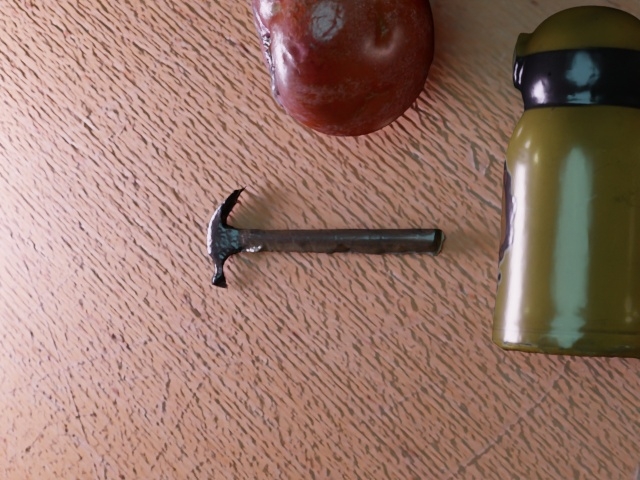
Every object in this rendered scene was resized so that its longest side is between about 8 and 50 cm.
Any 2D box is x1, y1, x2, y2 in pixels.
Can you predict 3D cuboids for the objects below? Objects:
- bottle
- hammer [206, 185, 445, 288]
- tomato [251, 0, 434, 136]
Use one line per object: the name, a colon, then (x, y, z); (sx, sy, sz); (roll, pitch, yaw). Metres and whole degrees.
bottle: (0.266, -0.060, 1.260); (0.171, 0.171, 0.351); (2, 86, 24)
hammer: (0.000, 0.000, 1.451); (0.297, 0.027, 0.125); (2, 93, 25)
tomato: (0.027, -0.230, 1.355); (0.189, 0.232, 0.232); (-14, 81, -6)
